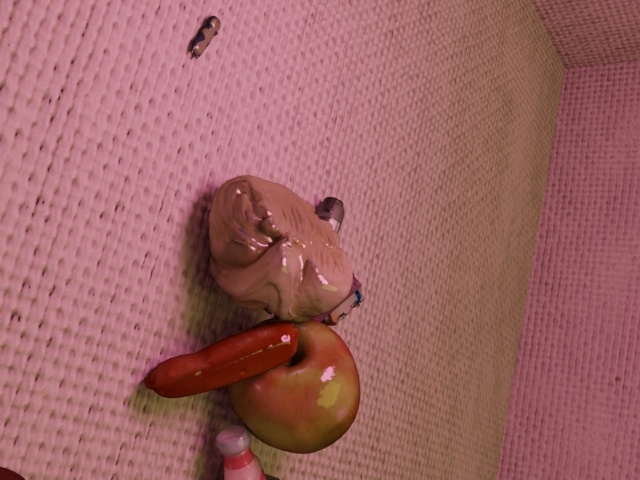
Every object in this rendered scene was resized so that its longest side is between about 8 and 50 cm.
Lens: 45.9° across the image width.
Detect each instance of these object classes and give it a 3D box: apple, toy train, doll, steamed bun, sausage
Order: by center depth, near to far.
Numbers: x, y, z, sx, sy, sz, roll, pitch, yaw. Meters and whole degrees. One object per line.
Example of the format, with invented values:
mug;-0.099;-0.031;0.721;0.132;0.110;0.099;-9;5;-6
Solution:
sausage;-0.205;0.263;1.631;0.349;0.097;0.093;-19;111;-18
doll;-0.258;-0.456;1.695;0.125;0.027;0.037;-66;147;-27
steamed bun;-0.111;0.047;1.732;0.352;0.247;0.339;24;32;-47
apple;-0.058;0.349;1.802;0.319;0.319;0.277;-58;156;-35
toy train;0.039;0.173;2.101;0.188;0.099;0.072;-34;116;-48

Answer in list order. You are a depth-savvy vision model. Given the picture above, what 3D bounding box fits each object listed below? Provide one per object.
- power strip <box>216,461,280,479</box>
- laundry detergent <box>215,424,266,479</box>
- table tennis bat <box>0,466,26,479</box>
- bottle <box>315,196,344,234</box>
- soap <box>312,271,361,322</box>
power strip;-0.171;0.621;1.882;0.268;0.034;0.092;38;61;-49
laundry detergent;-0.168;0.588;1.761;0.159;0.088;0.335;-78;157;-68
table tennis bat;-0.561;0.489;1.313;0.310;0.038;0.200;14;81;-54
bottle;0.000;0.000;2.043;0.096;0.080;0.253;81;26;-66
soap;-0.005;0.143;1.965;0.203;0.065;0.122;-42;138;7
